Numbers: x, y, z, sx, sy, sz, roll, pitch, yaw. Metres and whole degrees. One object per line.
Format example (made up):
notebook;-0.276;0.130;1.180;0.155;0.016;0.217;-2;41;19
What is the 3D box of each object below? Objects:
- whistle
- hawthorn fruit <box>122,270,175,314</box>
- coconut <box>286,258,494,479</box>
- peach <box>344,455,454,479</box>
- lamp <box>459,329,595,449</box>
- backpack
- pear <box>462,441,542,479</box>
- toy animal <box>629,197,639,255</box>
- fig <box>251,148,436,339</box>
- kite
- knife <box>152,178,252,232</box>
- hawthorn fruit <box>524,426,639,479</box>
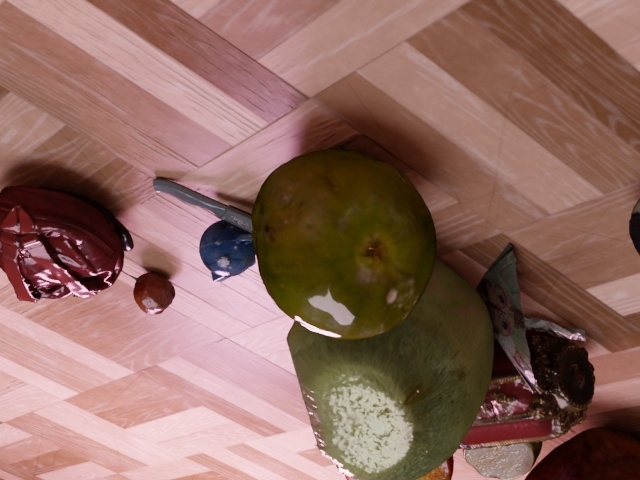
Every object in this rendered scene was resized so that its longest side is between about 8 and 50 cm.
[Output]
whistle;-0.143;0.016;1.574;0.090;0.090;0.158;30;148;-24
hawthorn fruit;-0.285;0.075;1.766;0.103;0.066;0.067;42;142;-19
coconut;0.102;0.169;1.529;0.281;0.328;0.328;-36;126;28
peach;0.143;0.404;1.994;0.192;0.190;0.190;12;156;45
lamp;0.281;0.226;1.659;0.177;0.177;0.274;36;142;-31
backpack;-0.401;-0.001;1.605;0.229;0.138;0.229;11;152;6
pear;0.316;0.344;1.901;0.141;0.104;0.141;3;126;5
toy animal;0.434;-0.036;1.203;0.121;0.094;0.225;58;153;10
fig;-0.007;-0.008;1.341;0.314;0.233;0.233;20;160;43
kite;0.280;0.110;1.485;0.250;0.012;0.229;20;128;62
knife;-0.138;-0.041;1.513;0.210;0.015;0.028;23;122;5
hawthorn fruit;0.478;0.457;1.844;0.308;0.308;0.324;-6;120;33
